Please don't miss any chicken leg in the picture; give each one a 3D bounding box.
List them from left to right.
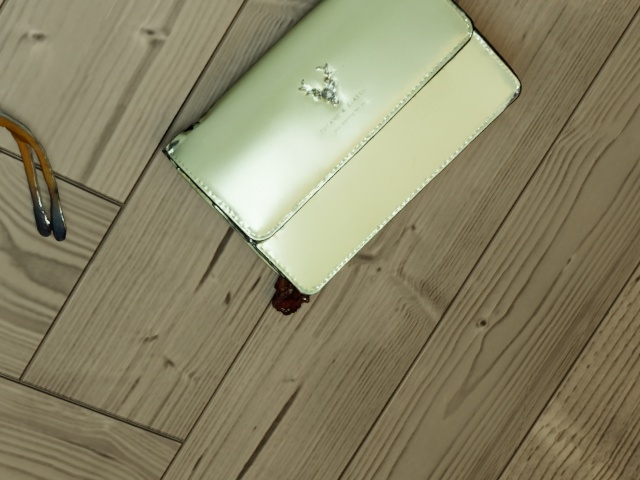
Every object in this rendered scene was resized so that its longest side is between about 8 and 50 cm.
[{"bbox_3d":[-0.005,0.001,2.025,0.093,0.053,0.205,2,120,-49],"label":"chicken leg"}]

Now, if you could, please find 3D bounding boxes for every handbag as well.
[{"bbox_3d":[0.023,-0.141,1.886,0.358,0.160,0.237,-44,101,-2],"label":"handbag"}]

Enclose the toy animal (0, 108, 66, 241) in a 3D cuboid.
[{"bbox_3d":[-0.376,-0.142,1.722,0.284,0.225,0.302,-3,105,-46],"label":"toy animal"}]
